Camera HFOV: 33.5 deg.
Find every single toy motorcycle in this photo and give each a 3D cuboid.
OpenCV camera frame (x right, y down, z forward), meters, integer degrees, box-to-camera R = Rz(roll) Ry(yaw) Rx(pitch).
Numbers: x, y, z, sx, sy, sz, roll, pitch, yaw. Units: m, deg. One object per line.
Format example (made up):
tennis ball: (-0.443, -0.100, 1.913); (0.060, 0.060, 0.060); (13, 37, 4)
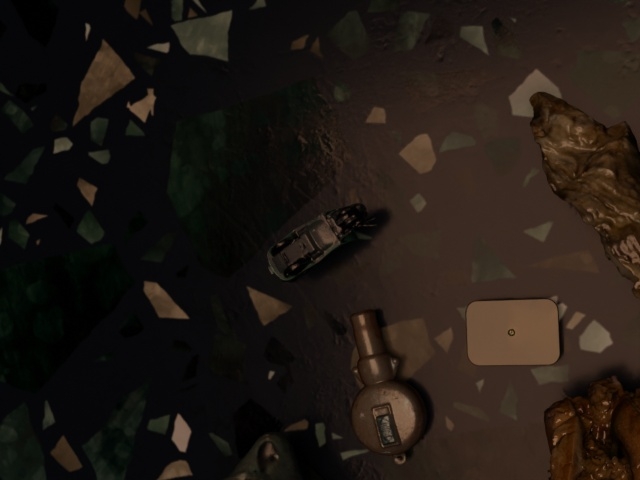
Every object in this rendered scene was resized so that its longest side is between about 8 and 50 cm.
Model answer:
toy motorcycle: (0.000, 0.000, 1.496); (0.173, 0.100, 0.058); (-34, 80, 17)

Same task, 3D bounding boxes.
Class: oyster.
oyster: (0.376, -0.054, 1.359); (0.110, 0.166, 0.341); (-29, 64, 24)

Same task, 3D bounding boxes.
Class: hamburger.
hamburger: (0.391, 0.302, 1.282); (0.211, 0.260, 0.245); (-13, 104, 13)

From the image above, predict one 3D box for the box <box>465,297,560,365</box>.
box: (0.261, 0.124, 1.441); (0.126, 0.031, 0.091); (-4, 88, 19)

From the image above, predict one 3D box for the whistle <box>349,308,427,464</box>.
whistle: (0.085, 0.205, 1.485); (0.107, 0.057, 0.220); (-16, 82, 18)

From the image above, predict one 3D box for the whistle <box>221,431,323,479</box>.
whistle: (-0.052, 0.476, 1.468); (0.188, 0.168, 0.405); (-24, 86, 17)
